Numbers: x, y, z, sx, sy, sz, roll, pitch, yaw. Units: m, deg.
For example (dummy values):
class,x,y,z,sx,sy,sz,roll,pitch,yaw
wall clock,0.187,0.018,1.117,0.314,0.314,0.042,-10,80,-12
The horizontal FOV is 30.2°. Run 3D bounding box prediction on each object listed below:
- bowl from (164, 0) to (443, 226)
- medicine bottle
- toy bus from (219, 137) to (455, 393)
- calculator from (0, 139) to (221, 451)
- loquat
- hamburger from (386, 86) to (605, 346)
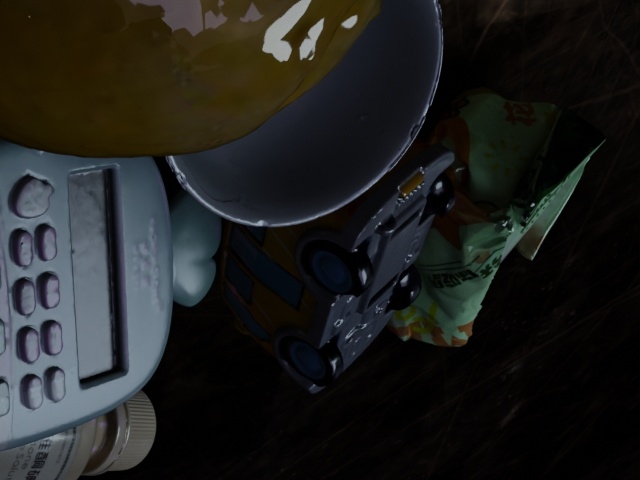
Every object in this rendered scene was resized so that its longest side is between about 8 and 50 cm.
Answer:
class,x,y,z,sx,sy,sz,roll,pitch,yaw
bowl,-0.028,-0.109,0.708,0.189,0.086,0.189,-18,127,-26
medicine bottle,-0.213,0.123,0.798,0.114,0.114,0.252,-49,151,14
toy bus,0.000,0.000,0.853,0.126,0.136,0.209,-41,157,-37
calculator,-0.168,0.026,0.702,0.299,0.041,0.185,-18,112,-50
loquat,-0.090,-0.145,0.476,0.244,0.244,0.244,-30,150,-20
hamburger,0.130,-0.034,0.979,0.235,0.125,0.214,-59,178,-34
